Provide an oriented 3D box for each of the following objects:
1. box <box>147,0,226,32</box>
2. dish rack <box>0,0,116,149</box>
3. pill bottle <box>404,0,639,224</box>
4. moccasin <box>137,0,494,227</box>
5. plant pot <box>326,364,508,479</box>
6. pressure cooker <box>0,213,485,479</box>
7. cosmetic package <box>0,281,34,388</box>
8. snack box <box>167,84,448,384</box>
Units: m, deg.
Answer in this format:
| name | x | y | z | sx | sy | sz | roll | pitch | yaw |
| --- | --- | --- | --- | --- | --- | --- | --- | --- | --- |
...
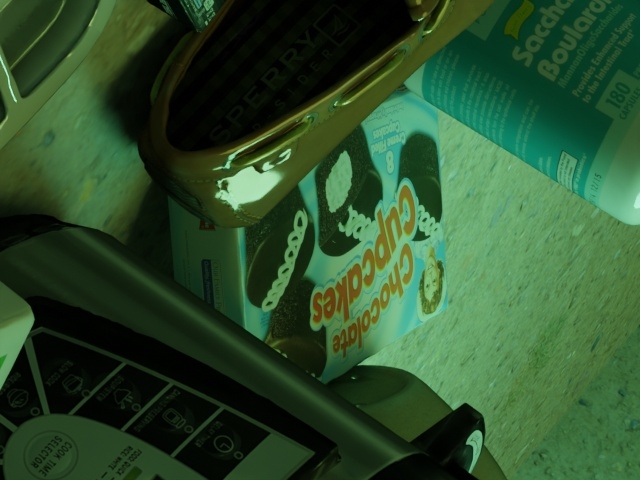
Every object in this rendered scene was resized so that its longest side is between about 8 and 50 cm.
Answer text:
| name | x | y | z | sx | sy | sz | roll | pitch | yaw |
| --- | --- | --- | --- | --- | --- | --- | --- | --- | --- |
| box | -0.045 | -0.226 | 1.014 | 0.184 | 0.045 | 0.191 | -56 | 162 | -9 |
| dish rack | -0.203 | -0.109 | 0.745 | 0.285 | 0.072 | 0.333 | -49 | 162 | -21 |
| pill bottle | 0.154 | -0.134 | 1.348 | 0.146 | 0.264 | 0.146 | -50 | 162 | -23 |
| moccasin | 0.027 | -0.178 | 1.172 | 0.380 | 0.139 | 0.147 | -43 | 170 | -11 |
| plant pot | 0.017 | 0.199 | 1.378 | 0.284 | 0.284 | 0.191 | -26 | 110 | -59 |
| pressure cooker | -0.092 | 0.226 | 1.068 | 0.375 | 0.420 | 0.370 | -19 | 141 | -62 |
| cosmetic package | -0.273 | 0.148 | 0.665 | 0.366 | 0.155 | 0.197 | -63 | 164 | 23 |
| snack box | 0.000 | 0.000 | 1.384 | 0.322 | 0.060 | 0.187 | -27 | 116 | -59 |
